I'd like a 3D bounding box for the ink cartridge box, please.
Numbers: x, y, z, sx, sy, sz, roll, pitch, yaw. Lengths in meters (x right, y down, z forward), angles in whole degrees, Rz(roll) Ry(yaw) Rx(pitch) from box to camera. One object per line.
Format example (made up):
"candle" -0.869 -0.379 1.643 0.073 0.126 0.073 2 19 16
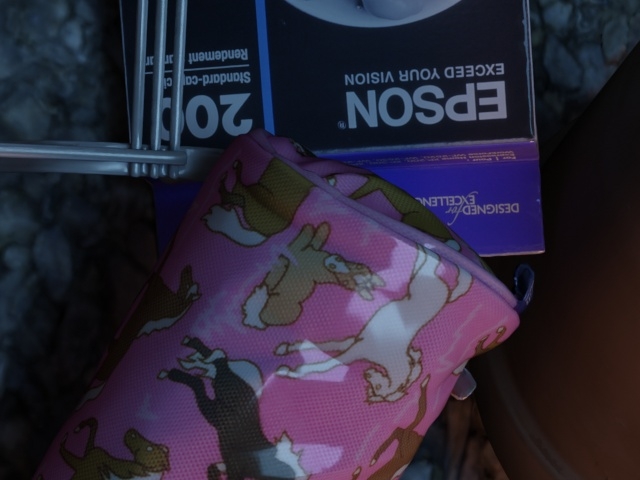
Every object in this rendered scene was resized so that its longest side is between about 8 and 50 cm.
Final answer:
"ink cartridge box" 0.004 -0.089 0.901 0.045 0.206 0.208 -30 116 -77

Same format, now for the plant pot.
"plant pot" 0.240 0.000 0.928 0.323 0.323 0.280 -54 162 -22

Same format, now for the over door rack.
"over door rack" -0.195 -0.149 0.806 0.324 0.108 0.239 2 91 -26

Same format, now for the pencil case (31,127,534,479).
"pencil case" -0.060 0.145 0.823 0.167 0.160 0.386 31 89 -15
